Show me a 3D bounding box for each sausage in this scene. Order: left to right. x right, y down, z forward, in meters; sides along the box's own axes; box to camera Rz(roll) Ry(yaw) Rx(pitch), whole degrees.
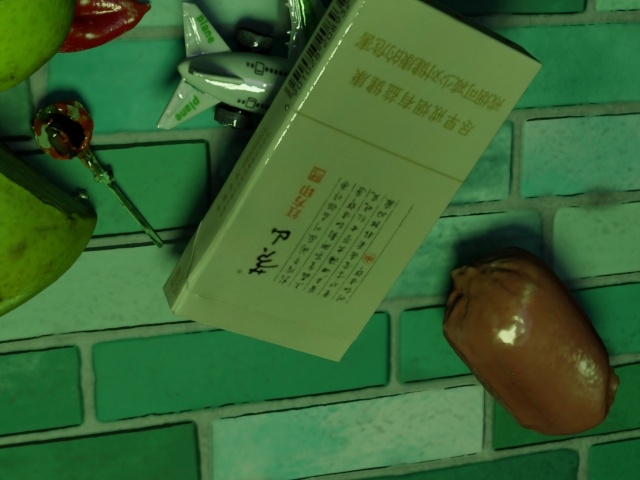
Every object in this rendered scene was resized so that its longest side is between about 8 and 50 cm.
[{"bbox_3d":[0.226,0.115,1.185,0.148,0.148,0.254,-39,113,-3],"label":"sausage"}]

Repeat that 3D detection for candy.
[{"bbox_3d":[-0.206,-0.059,1.062,0.055,0.049,0.184,-35,121,3],"label":"candy"}]

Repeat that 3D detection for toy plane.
[{"bbox_3d":[-0.025,-0.143,1.057,0.255,0.101,0.251,10,102,-23],"label":"toy plane"}]

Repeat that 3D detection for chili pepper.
[{"bbox_3d":[-0.244,-0.197,0.999,0.191,0.050,0.059,-13,92,-21],"label":"chili pepper"}]

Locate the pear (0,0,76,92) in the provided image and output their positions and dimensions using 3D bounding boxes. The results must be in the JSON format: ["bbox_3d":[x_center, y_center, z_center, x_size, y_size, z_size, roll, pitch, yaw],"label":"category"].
[{"bbox_3d":[-0.333,-0.232,0.876,0.282,0.286,0.176,20,142,-27],"label":"pear"}]

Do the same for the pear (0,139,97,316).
[{"bbox_3d":[-0.373,-0.006,0.979,0.288,0.139,0.239,40,100,-21],"label":"pear"}]

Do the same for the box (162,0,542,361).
[{"bbox_3d":[0.026,-0.056,1.033,0.205,0.051,0.365,19,114,-32],"label":"box"}]
